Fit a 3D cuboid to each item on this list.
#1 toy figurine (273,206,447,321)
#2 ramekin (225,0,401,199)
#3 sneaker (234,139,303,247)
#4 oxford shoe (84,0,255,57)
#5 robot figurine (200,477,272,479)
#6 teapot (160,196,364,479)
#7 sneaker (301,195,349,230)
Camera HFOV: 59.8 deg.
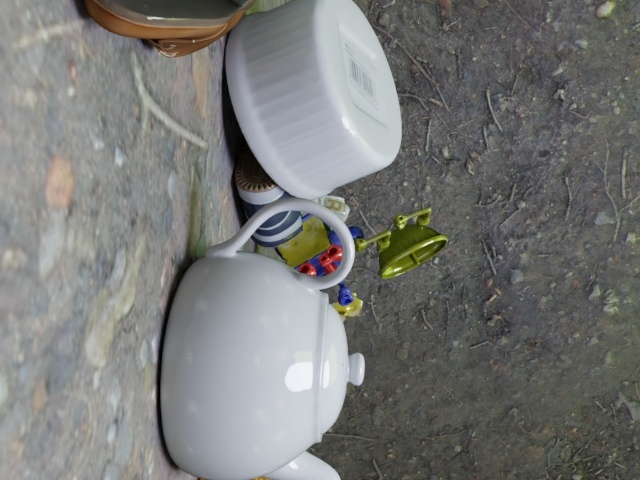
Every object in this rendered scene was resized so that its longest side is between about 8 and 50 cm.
[{"bbox_3d":[0.000,0.000,0.937,0.217,0.362,0.191,61,4,36],"label":"toy figurine"},{"bbox_3d":[0.006,-0.206,0.783,0.277,0.135,0.277,32,51,-51],"label":"ramekin"},{"bbox_3d":[-0.066,-0.115,0.903,0.282,0.099,0.153,-76,165,-45],"label":"sneaker"},{"bbox_3d":[-0.107,-0.165,0.412,0.076,0.076,0.212,-45,-174,25],"label":"oxford shoe"},{"bbox_3d":[-0.093,0.389,0.727,0.291,0.085,0.211,88,-2,-52],"label":"robot figurine"},{"bbox_3d":[-0.047,0.125,0.590,0.256,0.186,0.253,86,6,-58],"label":"teapot"},{"bbox_3d":[-0.027,-0.089,1.083,0.293,0.169,0.108,85,9,-58],"label":"sneaker"}]
